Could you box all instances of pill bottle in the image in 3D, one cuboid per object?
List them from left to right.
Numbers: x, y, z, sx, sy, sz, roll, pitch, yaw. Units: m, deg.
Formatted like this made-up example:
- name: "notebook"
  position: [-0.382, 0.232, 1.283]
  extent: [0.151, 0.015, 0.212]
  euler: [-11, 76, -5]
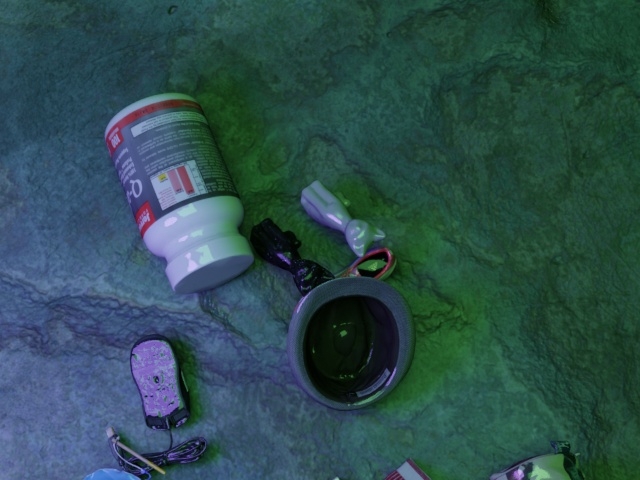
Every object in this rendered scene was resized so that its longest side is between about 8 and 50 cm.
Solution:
- name: "pill bottle"
  position: [-0.276, -0.092, 1.841]
  extent: [0.210, 0.210, 0.362]
  euler: [-23, 74, -4]

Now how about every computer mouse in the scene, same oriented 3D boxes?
- name: "computer mouse"
  position: [-0.337, 0.326, 1.809]
  extent: [0.184, 0.060, 0.262]
  euler: [-21, 79, 2]

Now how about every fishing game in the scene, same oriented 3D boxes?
- name: "fishing game"
  position: [-0.398, 0.514, 1.709]
  extent: [0.189, 0.041, 0.264]
  euler: [30, 80, 26]

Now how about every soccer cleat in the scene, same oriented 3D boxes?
- name: "soccer cleat"
  position: [0.044, 0.093, 1.833]
  extent: [0.248, 0.095, 0.083]
  euler: [-34, 75, -7]

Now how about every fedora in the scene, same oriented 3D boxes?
- name: "fedora"
  position: [0.052, 0.181, 1.762]
  extent: [0.244, 0.124, 0.275]
  euler: [-7, 106, -6]

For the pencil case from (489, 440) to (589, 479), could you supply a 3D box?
- name: "pencil case"
  position: [0.458, 0.560, 1.594]
  extent: [0.184, 0.160, 0.410]
  euler: [-16, 57, -11]

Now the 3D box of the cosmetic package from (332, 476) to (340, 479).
- name: "cosmetic package"
  position: [0.003, 0.504, 1.745]
  extent: [0.115, 0.041, 0.060]
  euler: [-33, 74, -7]

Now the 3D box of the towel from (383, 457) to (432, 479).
- name: "towel"
  position: [0.105, 0.569, 1.664]
  extent: [0.329, 0.037, 0.237]
  euler: [-39, 38, -9]

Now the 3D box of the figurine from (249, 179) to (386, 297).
- name: "figurine"
  position: [0.000, 0.000, 1.820]
  extent: [0.215, 0.092, 0.209]
  euler: [-38, 45, -9]
